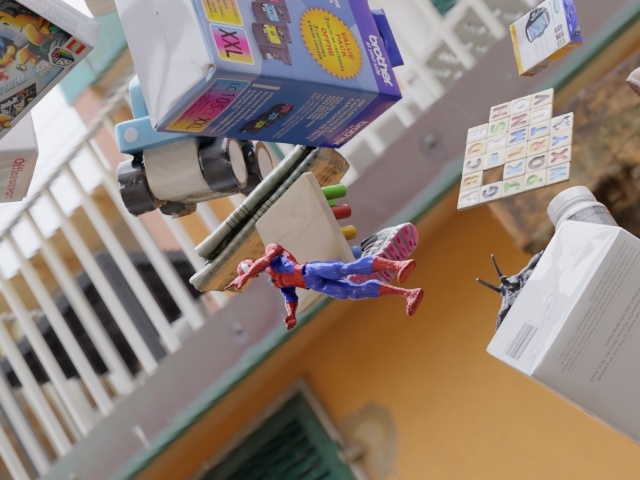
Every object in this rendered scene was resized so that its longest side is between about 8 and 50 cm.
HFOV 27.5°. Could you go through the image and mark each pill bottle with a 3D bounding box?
[{"bbox_3d":[0.360,-0.002,1.735,0.078,0.137,0.078,-17,-35,-12],"label":"pill bottle"}]

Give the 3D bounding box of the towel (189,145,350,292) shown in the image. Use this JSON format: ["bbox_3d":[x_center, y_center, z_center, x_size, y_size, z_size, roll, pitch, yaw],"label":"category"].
[{"bbox_3d":[-0.088,-0.039,2.226,0.324,0.056,0.312,-49,-9,4],"label":"towel"}]

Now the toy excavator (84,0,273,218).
[{"bbox_3d":[-0.285,-0.282,2.370,0.222,0.445,0.433,-14,-6,16],"label":"toy excavator"}]

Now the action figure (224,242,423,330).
[{"bbox_3d":[-0.014,0.072,1.816,0.139,0.280,0.091,-50,-45,-41],"label":"action figure"}]

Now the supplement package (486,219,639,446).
[{"bbox_3d":[0.357,0.128,1.369,0.175,0.293,0.177,-59,8,-1],"label":"supplement package"}]

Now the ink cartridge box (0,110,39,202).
[{"bbox_3d":[-0.590,-0.135,2.023,0.273,0.114,0.198,-6,-19,-22],"label":"ink cartridge box"}]

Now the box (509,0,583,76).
[{"bbox_3d":[0.327,-0.298,1.871,0.028,0.081,0.136,1,-17,-31],"label":"box"}]

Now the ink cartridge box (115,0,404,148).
[{"bbox_3d":[-0.063,-0.278,1.746,0.395,0.270,0.151,3,-28,-46],"label":"ink cartridge box"}]

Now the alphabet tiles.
[{"bbox_3d":[0.330,-0.159,2.189,0.198,0.237,0.009,-16,-48,29],"label":"alphabet tiles"}]

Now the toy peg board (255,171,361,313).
[{"bbox_3d":[0.000,0.000,1.968,0.079,0.160,0.161,-13,-20,-39],"label":"toy peg board"}]

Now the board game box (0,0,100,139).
[{"bbox_3d":[-0.457,-0.240,1.735,0.193,0.053,0.305,30,-45,-28],"label":"board game box"}]

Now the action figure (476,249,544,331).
[{"bbox_3d":[0.367,0.126,1.992,0.164,0.276,0.141,-52,-21,-29],"label":"action figure"}]

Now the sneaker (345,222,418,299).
[{"bbox_3d":[0.087,0.036,2.143,0.170,0.063,0.075,-47,22,-25],"label":"sneaker"}]

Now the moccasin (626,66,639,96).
[{"bbox_3d":[0.511,-0.063,1.721,0.147,0.380,0.139,-33,-5,16],"label":"moccasin"}]
